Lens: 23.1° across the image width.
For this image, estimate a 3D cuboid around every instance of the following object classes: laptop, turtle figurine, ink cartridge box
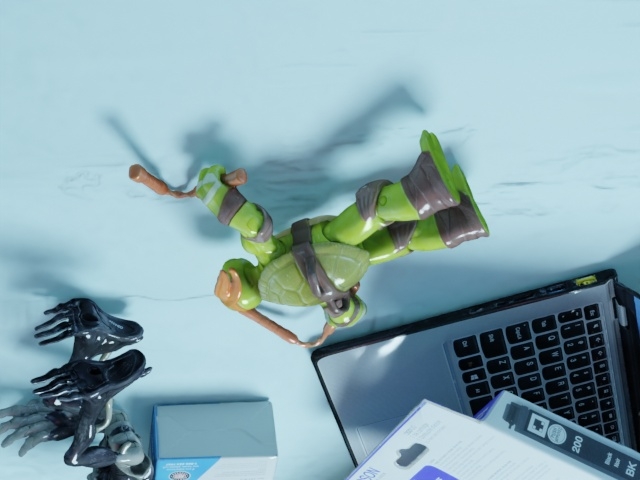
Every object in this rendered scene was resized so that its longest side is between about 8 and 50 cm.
[{"bbox_3d":[0.244,0.236,1.350,0.408,0.236,0.382,-15,139,4],"label":"laptop"},{"bbox_3d":[0.000,0.000,1.137,0.217,0.087,0.269,-25,138,16],"label":"turtle figurine"},{"bbox_3d":[-0.101,0.220,1.386,0.104,0.061,0.181,0,137,-11],"label":"ink cartridge box"},{"bbox_3d":[0.146,0.193,1.288,0.208,0.045,0.206,25,148,-7],"label":"ink cartridge box"}]

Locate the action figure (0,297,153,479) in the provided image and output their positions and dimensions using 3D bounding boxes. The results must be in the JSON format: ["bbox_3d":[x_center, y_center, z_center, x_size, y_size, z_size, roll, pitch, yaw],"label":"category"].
[{"bbox_3d":[-0.197,0.182,1.254,0.141,0.164,0.275,-6,128,-13],"label":"action figure"}]
